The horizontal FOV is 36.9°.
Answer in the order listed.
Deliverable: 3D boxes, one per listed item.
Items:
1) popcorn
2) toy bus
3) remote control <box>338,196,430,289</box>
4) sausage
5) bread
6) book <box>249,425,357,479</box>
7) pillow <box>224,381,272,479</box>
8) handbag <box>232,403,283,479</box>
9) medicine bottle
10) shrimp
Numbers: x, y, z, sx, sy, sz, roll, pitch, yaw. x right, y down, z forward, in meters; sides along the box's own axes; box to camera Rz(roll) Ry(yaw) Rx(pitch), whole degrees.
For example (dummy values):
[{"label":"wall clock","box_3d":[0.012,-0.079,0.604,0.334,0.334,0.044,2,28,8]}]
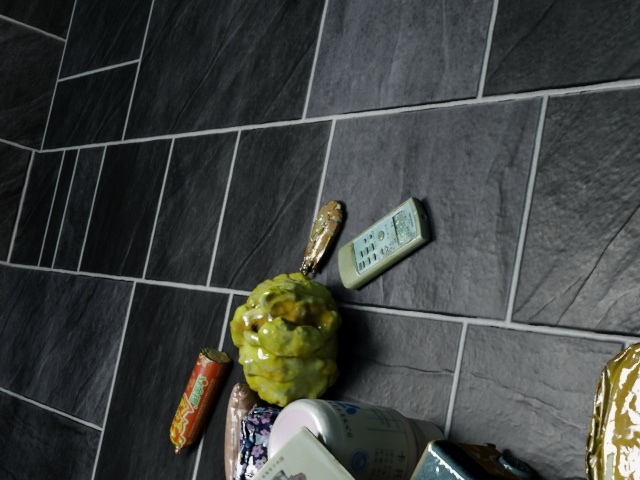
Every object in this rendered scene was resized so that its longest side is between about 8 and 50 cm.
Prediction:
[{"label":"popcorn","box_3d":[-0.068,0.182,1.920,0.250,0.235,0.241,-104,32,-48]},{"label":"toy bus","box_3d":[0.277,0.442,1.423,0.323,0.194,0.161,38,106,50]},{"label":"remote control","box_3d":[0.121,0.010,1.898,0.233,0.038,0.098,-36,52,37]},{"label":"sausage","box_3d":[-0.288,0.381,2.242,0.083,0.083,0.264,34,105,51]},{"label":"bread","box_3d":[0.476,0.267,1.289,0.227,0.142,0.253,13,90,51]},{"label":"book","box_3d":[0.007,0.491,1.406,0.260,0.043,0.371,-46,65,-4]},{"label":"pillow","box_3d":[-0.149,0.403,1.980,0.084,0.236,0.223,5,84,9]},{"label":"handbag","box_3d":[-0.053,0.433,1.843,0.127,0.229,0.207,127,154,-82]},{"label":"medicine bottle","box_3d":[0.069,0.363,1.629,0.170,0.293,0.170,-19,65,47]},{"label":"shrimp","box_3d":[0.000,0.000,2.053,0.091,0.043,0.184,16,84,59]}]
